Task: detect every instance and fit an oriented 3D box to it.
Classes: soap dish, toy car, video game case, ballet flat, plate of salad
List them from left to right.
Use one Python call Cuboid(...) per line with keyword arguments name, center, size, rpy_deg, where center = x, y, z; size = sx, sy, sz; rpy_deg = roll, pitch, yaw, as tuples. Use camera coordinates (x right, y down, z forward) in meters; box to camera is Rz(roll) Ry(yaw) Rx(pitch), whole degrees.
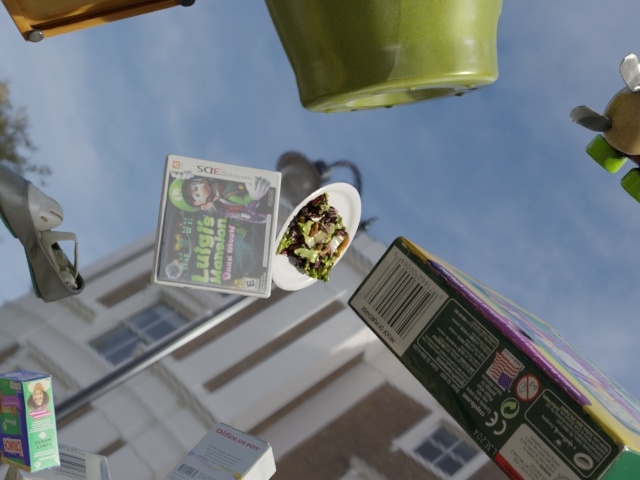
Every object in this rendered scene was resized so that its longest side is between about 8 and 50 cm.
Cuboid(name="ballet flat", center=(-0.319, -0.013, 1.233), size=(0.072, 0.068, 0.213), rpy_deg=(-103, -177, -45))
Cuboid(name="soap dish", center=(-0.302, -0.378, 1.396), size=(0.229, 0.291, 0.118), rpy_deg=(79, -4, -65))
Cuboid(name="video game case", center=(-0.149, -0.021, 1.557), size=(0.022, 0.173, 0.190), rpy_deg=(151, -54, -70))
Cuboid(name="plate of salad", center=(0.000, 0.000, 1.709), size=(0.048, 0.200, 0.199), rpy_deg=(37, -40, 32))
Cuboid(name="toy car", center=(0.377, -0.154, 1.299), size=(0.155, 0.188, 0.149), rpy_deg=(-50, -134, 18))

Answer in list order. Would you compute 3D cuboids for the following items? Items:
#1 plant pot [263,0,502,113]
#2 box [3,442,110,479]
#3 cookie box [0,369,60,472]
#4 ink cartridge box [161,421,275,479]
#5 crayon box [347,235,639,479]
Cuboid(name="plant pot", center=(0.072, -0.340, 1.270), size=(0.366, 0.367, 0.352), rpy_deg=(-7, -89, 53))
Cuboid(name="box", center=(-0.378, 0.426, 1.373), size=(0.311, 0.121, 0.148), rpy_deg=(-68, -162, 7))
Cuboid(name="cookie box", center=(-0.345, 0.210, 1.257), size=(0.092, 0.040, 0.107), rpy_deg=(-3, -86, 52))
Cuboid(name="ink cartridge box", center=(-0.181, 0.421, 1.904), size=(0.127, 0.175, 0.072), rpy_deg=(17, -47, 32))
Cuboid(name="crayon box", center=(0.241, 0.174, 1.123), size=(0.106, 0.313, 0.363), rpy_deg=(-53, -138, 8))
